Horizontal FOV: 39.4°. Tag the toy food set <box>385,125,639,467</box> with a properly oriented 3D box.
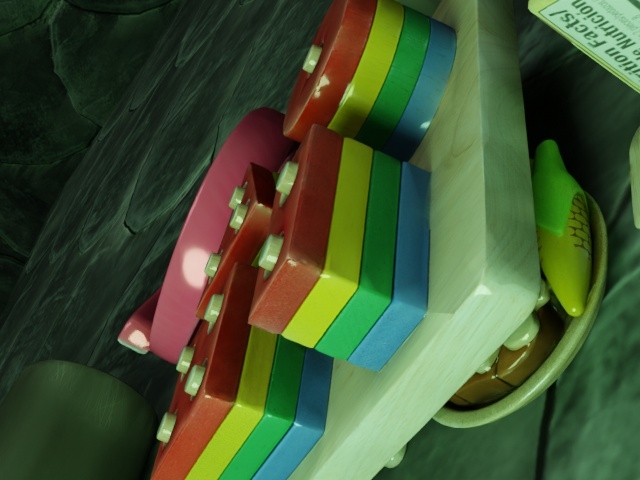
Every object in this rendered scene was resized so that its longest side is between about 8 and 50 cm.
[{"bbox_3d":[0.076,0.021,0.408,0.192,0.039,0.132,-41,27,42],"label":"toy food set"}]

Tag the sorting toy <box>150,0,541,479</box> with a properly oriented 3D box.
[{"bbox_3d":[0.000,0.000,0.479,0.255,0.089,0.257,-81,17,-46],"label":"sorting toy"}]

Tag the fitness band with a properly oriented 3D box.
[{"bbox_3d":[-0.080,-0.010,0.739,0.209,0.054,0.291,-59,4,11],"label":"fitness band"}]

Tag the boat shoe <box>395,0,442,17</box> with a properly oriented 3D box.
[{"bbox_3d":[0.073,-0.213,0.702,0.065,0.075,0.206,-61,15,6],"label":"boat shoe"}]

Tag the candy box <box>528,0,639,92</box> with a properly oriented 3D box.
[{"bbox_3d":[0.219,-0.181,0.277,0.316,0.088,0.182,-21,44,61],"label":"candy box"}]

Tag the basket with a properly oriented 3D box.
[{"bbox_3d":[-0.229,0.223,0.709,0.204,0.154,0.226,-37,26,44],"label":"basket"}]
